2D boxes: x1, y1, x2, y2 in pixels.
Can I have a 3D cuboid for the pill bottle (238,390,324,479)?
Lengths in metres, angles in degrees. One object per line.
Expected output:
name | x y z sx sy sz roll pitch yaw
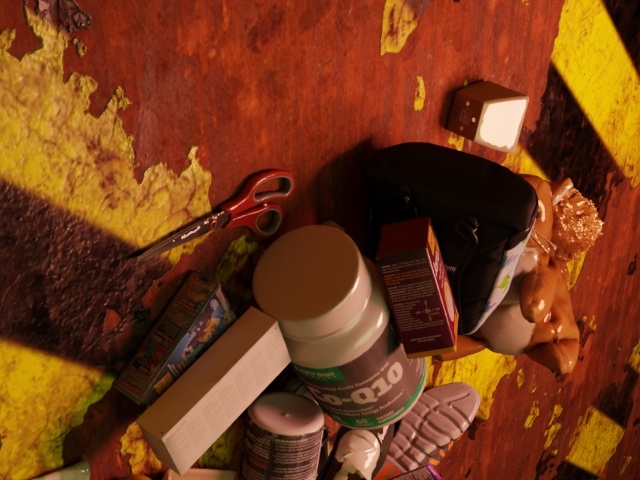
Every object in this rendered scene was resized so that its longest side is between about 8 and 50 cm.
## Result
pill bottle | -0.072 0.387 1.763 0.130 0.130 0.245 -19 126 -47

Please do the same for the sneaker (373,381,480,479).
sneaker | 0.216 0.444 2.219 0.321 0.124 0.180 -41 145 -14

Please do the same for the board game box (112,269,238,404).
board game box | -0.197 0.176 1.520 0.194 0.060 0.194 -47 143 -22

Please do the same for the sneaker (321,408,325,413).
sneaker | 0.075 0.266 1.956 0.098 0.083 0.224 -47 159 29

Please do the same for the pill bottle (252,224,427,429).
pill bottle | 0.033 0.142 1.680 0.204 0.204 0.361 -53 144 -17

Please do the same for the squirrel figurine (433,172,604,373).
squirrel figurine | 0.402 0.018 2.105 0.397 0.281 0.370 -42 132 -52

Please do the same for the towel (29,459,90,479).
towel | -0.446 0.444 1.378 0.325 0.038 0.248 -12 120 -50

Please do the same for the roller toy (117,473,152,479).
roller toy | -0.244 0.459 1.509 0.191 0.209 0.146 -62 168 -1

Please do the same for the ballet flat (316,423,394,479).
ballet flat | 0.047 0.405 1.816 0.280 0.095 0.096 -63 178 8

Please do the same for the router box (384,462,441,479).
router box | 0.148 0.528 2.074 0.133 0.046 0.179 -10 136 -38

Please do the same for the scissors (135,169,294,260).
scissors | -0.143 -0.040 1.493 0.297 0.021 0.109 -12 123 -49

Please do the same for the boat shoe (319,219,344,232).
boat shoe | 0.000 0.000 1.692 0.100 0.035 0.035 -30 134 -41

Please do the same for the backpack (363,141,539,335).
backpack | 0.218 0.008 1.792 0.273 0.290 0.355 -50 153 -44

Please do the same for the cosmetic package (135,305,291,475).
cosmetic package | -0.148 0.211 1.499 0.239 0.060 0.099 -44 144 -27

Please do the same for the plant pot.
plant pot | 0.290 -0.223 1.888 0.096 0.109 0.109 -4 115 -38

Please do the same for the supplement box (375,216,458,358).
supplement box | 0.150 0.072 1.605 0.104 0.081 0.188 -74 149 -59

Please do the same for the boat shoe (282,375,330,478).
boat shoe | -0.015 0.333 1.853 0.083 0.076 0.226 -41 140 -31

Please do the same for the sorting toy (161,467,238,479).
sorting toy | -0.229 0.449 1.681 0.208 0.038 0.193 21 94 -61
